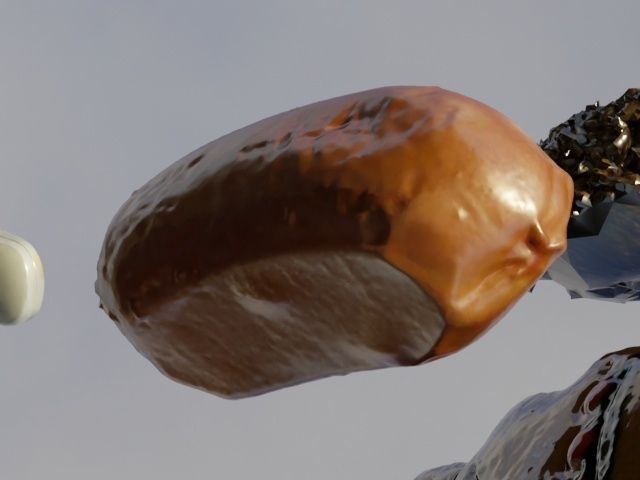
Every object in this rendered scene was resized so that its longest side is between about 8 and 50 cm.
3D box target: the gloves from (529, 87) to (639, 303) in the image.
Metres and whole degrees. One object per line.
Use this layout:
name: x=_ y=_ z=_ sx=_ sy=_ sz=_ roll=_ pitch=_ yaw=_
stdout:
gloves: x=0.238 y=-0.042 z=1.079 sx=0.135 sy=0.312 sz=0.210 roll=63 pitch=-24 yaw=5

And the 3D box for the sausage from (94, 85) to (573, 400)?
sausage: x=0.001 y=-0.002 z=0.922 sx=0.258 sy=0.133 sz=0.133 roll=-15 pitch=-104 yaw=40

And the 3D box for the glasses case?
glasses case: x=-0.262 y=0.016 z=1.405 sx=0.164 sy=0.041 sz=0.063 roll=15 pitch=-73 yaw=36

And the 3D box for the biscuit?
biscuit: x=0.084 y=0.143 z=0.881 sx=0.301 sy=0.043 sz=0.278 roll=-50 pitch=-167 yaw=23
